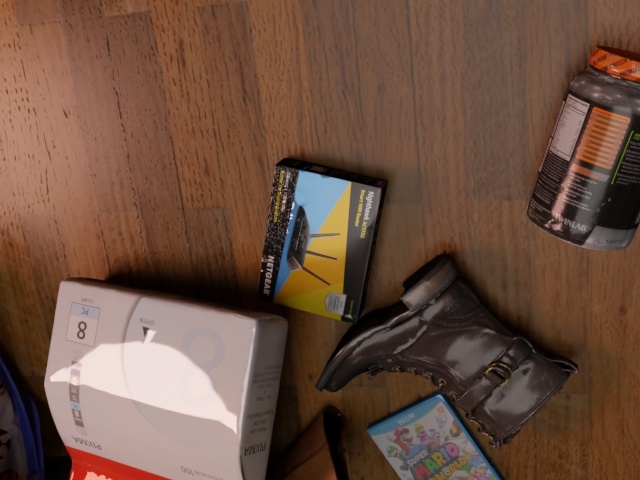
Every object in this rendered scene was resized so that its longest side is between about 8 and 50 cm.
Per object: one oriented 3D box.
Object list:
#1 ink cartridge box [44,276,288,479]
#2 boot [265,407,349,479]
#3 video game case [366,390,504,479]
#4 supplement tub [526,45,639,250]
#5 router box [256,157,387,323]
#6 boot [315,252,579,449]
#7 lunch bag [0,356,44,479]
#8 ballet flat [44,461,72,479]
[{"bbox_3d":[-0.217,0.258,1.016,0.308,0.091,0.385,8,87,26],"label":"ink cartridge box"},{"bbox_3d":[-0.049,0.390,1.039,0.096,0.264,0.280,37,117,-21],"label":"boot"},{"bbox_3d":[0.154,0.288,1.065,0.119,0.015,0.166,-32,98,24],"label":"video game case"},{"bbox_3d":[0.295,-0.095,0.834,0.116,0.117,0.191,19,113,9],"label":"supplement tub"},{"bbox_3d":[0.000,0.000,0.990,0.133,0.046,0.179,13,112,11],"label":"router box"},{"bbox_3d":[0.146,0.167,0.984,0.229,0.091,0.263,46,112,-3],"label":"boot"},{"bbox_3d":[-0.603,0.282,1.163,0.327,0.239,0.386,-30,92,21],"label":"lunch bag"},{"bbox_3d":[-0.384,0.367,1.239,0.173,0.049,0.058,2,65,15],"label":"ballet flat"}]
